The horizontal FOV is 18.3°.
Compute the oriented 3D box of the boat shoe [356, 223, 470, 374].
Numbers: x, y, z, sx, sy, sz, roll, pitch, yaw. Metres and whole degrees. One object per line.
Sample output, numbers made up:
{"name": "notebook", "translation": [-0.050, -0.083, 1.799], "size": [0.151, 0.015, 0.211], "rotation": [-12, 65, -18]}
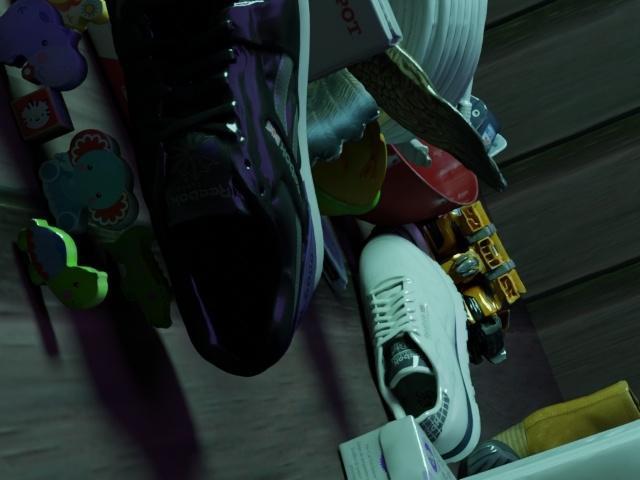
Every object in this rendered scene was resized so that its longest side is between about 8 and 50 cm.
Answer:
{"name": "boat shoe", "translation": [0.087, 0.079, 1.972], "size": [0.065, 0.075, 0.206], "rotation": [-35, 115, -36]}

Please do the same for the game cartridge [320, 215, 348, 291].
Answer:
{"name": "game cartridge", "translation": [0.000, 0.000, 1.727], "size": [0.056, 0.017, 0.083], "rotation": [-97, 163, -46]}

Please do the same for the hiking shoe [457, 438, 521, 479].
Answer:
{"name": "hiking shoe", "translation": [0.168, 0.252, 1.963], "size": [0.114, 0.086, 0.227], "rotation": [58, -5, 41]}

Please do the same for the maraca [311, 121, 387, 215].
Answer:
{"name": "maraca", "translation": [-0.017, -0.083, 1.585], "size": [0.185, 0.099, 0.127], "rotation": [24, 36, -43]}

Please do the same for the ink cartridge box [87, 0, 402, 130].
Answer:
{"name": "ink cartridge box", "translation": [-0.051, -0.152, 1.281], "size": [0.127, 0.176, 0.128], "rotation": [-42, 110, -80]}

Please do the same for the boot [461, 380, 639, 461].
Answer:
{"name": "boot", "translation": [0.295, 0.289, 2.132], "size": [0.104, 0.211, 0.295], "rotation": [-98, 163, -54]}

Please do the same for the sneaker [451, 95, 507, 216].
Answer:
{"name": "sneaker", "translation": [0.153, -0.060, 2.307], "size": [0.099, 0.153, 0.282], "rotation": [53, 18, -57]}

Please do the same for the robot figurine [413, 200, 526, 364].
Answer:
{"name": "robot figurine", "translation": [0.140, 0.026, 2.085], "size": [0.211, 0.085, 0.291], "rotation": [62, -7, 0]}

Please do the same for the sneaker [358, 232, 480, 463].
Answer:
{"name": "sneaker", "translation": [0.081, 0.085, 1.799], "size": [0.095, 0.090, 0.235], "rotation": [38, 28, -53]}

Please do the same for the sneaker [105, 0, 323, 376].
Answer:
{"name": "sneaker", "translation": [-0.052, -0.066, 1.036], "size": [0.124, 0.107, 0.283], "rotation": [-83, 161, -69]}

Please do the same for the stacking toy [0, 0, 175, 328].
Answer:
{"name": "stacking toy", "translation": [-0.128, -0.063, 1.025], "size": [0.167, 0.052, 0.221], "rotation": [17, 52, -78]}

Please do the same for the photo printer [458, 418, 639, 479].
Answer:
{"name": "photo printer", "translation": [0.261, 0.327, 1.747], "size": [0.107, 0.256, 0.308], "rotation": [-17, 86, -61]}

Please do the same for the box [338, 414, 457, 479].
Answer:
{"name": "box", "translation": [0.102, 0.247, 1.587], "size": [0.324, 0.063, 0.067], "rotation": [57, 13, -50]}

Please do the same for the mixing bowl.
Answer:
{"name": "mixing bowl", "translation": [0.057, -0.082, 1.912], "size": [0.181, 0.098, 0.181], "rotation": [43, 24, -24]}

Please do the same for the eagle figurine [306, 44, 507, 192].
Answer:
{"name": "eagle figurine", "translation": [0.009, -0.170, 1.504], "size": [0.225, 0.226, 0.298], "rotation": [66, 16, -79]}

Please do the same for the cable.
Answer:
{"name": "cable", "translation": [0.029, -0.207, 1.713], "size": [0.089, 0.257, 0.257], "rotation": [-10, 118, -46]}
